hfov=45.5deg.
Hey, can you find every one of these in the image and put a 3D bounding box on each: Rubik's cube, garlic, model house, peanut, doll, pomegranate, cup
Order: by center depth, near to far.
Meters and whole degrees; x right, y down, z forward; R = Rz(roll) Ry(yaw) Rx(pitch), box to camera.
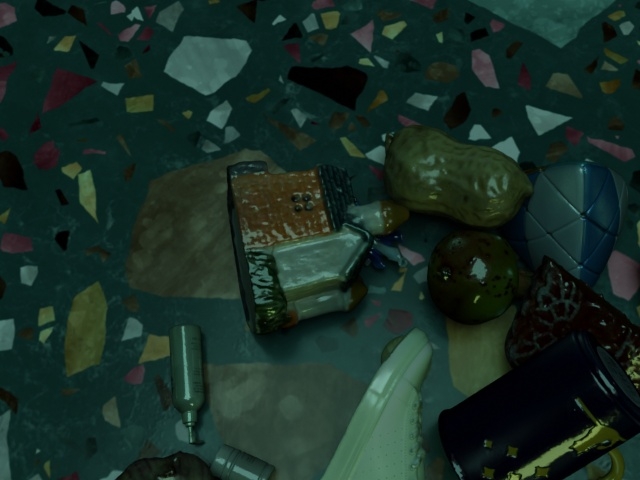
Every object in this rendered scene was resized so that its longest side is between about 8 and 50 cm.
[{"bbox_3d":[-0.232,0.433,1.139,0.245,0.160,0.245,2,85,-20],"label":"garlic"},{"bbox_3d":[0.351,0.276,1.142,0.256,0.255,0.178,-39,48,21],"label":"cup"},{"bbox_3d":[0.272,0.061,1.271,0.205,0.159,0.159,9,66,-25],"label":"pomegranate"},{"bbox_3d":[0.000,0.000,1.283,0.301,0.190,0.271,-11,70,-5],"label":"model house"},{"bbox_3d":[0.207,-0.102,1.292,0.159,0.143,0.291,-40,45,-22],"label":"peanut"},{"bbox_3d":[0.443,-0.015,1.301,0.254,0.254,0.254,-1,69,2],"label":"Rubik's cube"},{"bbox_3d":[0.079,-0.016,1.348,0.195,0.070,0.096,39,105,18],"label":"doll"}]

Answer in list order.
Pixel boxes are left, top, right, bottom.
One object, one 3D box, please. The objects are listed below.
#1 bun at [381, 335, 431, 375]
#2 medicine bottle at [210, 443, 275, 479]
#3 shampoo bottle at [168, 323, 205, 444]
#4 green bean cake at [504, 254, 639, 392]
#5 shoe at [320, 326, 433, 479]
[{"bbox_3d":[0.141,0.197,1.266,0.086,0.055,0.086,-2,69,4],"label":"bun"},{"bbox_3d":[-0.124,0.366,1.209,0.091,0.058,0.058,22,71,10],"label":"medicine bottle"},{"bbox_3d":[-0.219,0.238,1.265,0.056,0.056,0.195,-7,68,0],"label":"shampoo bottle"},{"bbox_3d":[0.419,0.152,1.199,0.233,0.097,0.198,26,116,8],"label":"green bean cake"},{"bbox_3d":[0.112,0.319,1.164,0.160,0.132,0.363,28,86,9],"label":"shoe"}]
